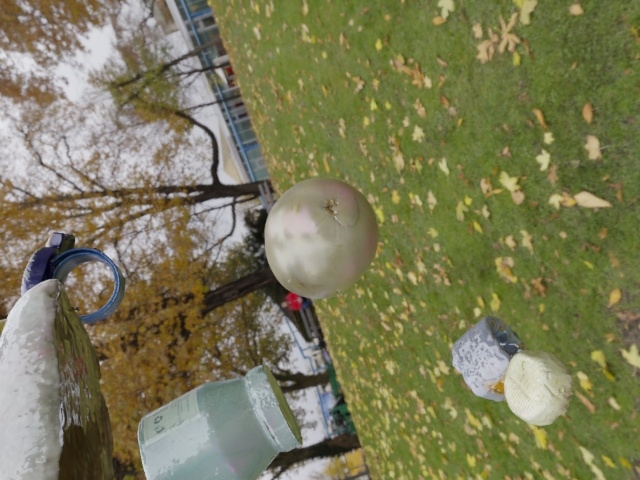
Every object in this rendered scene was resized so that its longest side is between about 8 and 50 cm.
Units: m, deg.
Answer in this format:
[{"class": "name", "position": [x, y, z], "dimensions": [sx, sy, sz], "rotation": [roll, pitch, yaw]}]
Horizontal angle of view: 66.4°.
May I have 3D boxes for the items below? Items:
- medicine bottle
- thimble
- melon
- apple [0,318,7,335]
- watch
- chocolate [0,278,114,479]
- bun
[{"class": "medicine bottle", "position": [-0.206, 0.424, 1.065], "dimensions": [0.245, 0.290, 0.245], "rotation": [63, 173, 13]}, {"class": "thimble", "position": [0.360, 0.248, 1.025], "dimensions": [0.127, 0.118, 0.151], "rotation": [22, -149, -31]}, {"class": "melon", "position": [0.000, 0.000, 0.973], "dimensions": [0.317, 0.223, 0.223], "rotation": [104, 149, -67]}, {"class": "apple", "position": [-0.621, 0.272, 0.999], "dimensions": [0.237, 0.208, 0.236], "rotation": [31, -129, -47]}, {"class": "watch", "position": [-0.553, 0.092, 1.121], "dimensions": [0.171, 0.200, 0.196], "rotation": [161, 125, -79]}, {"class": "chocolate", "position": [-0.272, 0.185, 0.486], "dimensions": [0.303, 0.100, 0.185], "rotation": [-118, 19, -44]}, {"class": "bun", "position": [0.329, 0.217, 0.730], "dimensions": [0.115, 0.069, 0.115], "rotation": [-165, 90, -82]}]
